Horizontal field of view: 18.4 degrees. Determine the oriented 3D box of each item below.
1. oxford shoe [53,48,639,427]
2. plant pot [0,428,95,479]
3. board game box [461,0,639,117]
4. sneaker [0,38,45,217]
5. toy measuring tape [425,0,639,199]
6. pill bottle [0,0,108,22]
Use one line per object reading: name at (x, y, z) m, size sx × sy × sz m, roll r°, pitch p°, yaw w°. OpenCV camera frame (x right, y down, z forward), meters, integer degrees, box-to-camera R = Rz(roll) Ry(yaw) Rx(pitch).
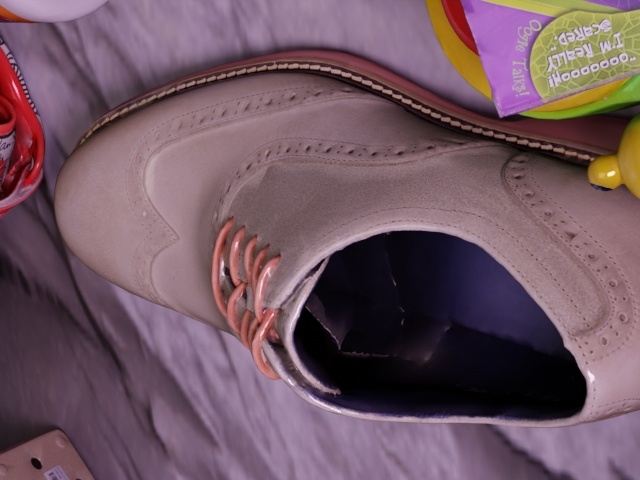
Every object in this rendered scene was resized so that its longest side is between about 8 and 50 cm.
oxford shoe at (0.000, 0.000, 0.893) m, size 0.397 × 0.146 × 0.140 m, roll 5°, pitch 114°, yaw 41°
plant pot at (-0.183, 0.173, 1.164) m, size 0.096 × 0.109 × 0.109 m, roll -39°, pitch 81°, yaw 31°
board game box at (0.187, -0.188, 0.641) m, size 0.347 × 0.056 × 0.208 m, roll -16°, pitch 93°, yaw 23°
sneaker at (-0.223, -0.004, 1.126) m, size 0.145 × 0.090 × 0.270 m, roll 11°, pitch 112°, yaw 40°
toy measuring tape at (0.078, -0.164, 0.789) m, size 0.121 × 0.121 × 0.330 m, roll -24°, pitch 83°, yaw 44°
pill bottle at (-0.206, -0.173, 1.017) m, size 0.221 × 0.121 × 0.121 m, roll 5°, pitch 111°, yaw 39°
